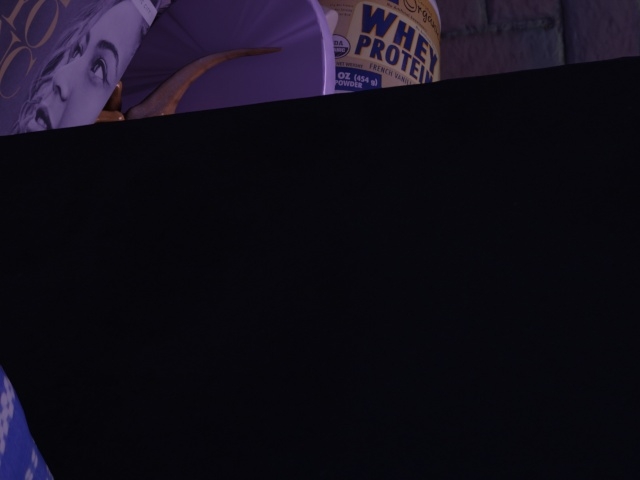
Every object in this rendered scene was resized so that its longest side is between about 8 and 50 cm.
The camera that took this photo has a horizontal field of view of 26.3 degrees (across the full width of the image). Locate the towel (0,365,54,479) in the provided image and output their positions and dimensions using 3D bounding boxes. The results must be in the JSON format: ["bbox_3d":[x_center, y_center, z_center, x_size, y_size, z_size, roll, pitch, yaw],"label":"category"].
[{"bbox_3d":[-0.055,0.181,0.318,0.243,0.040,0.336,-96,174,-55],"label":"towel"}]

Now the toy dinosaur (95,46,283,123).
[{"bbox_3d":[-0.137,-0.089,1.049,0.112,0.211,0.064,26,10,-36],"label":"toy dinosaur"}]

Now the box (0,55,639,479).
[{"bbox_3d":[-0.007,0.202,0.667,0.297,0.480,0.472,-83,164,-49],"label":"box"}]

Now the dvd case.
[{"bbox_3d":[-0.180,-0.098,0.846,0.221,0.018,0.164,-63,159,-12],"label":"dvd case"}]

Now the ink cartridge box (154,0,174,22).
[{"bbox_3d":[-0.092,-0.214,1.343,0.172,0.100,0.237,36,50,-74],"label":"ink cartridge box"}]

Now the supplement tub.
[{"bbox_3d":[0.023,-0.191,1.567,0.228,0.228,0.316,69,20,-52],"label":"supplement tub"}]

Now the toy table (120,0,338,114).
[{"bbox_3d":[-0.067,-0.083,1.139,0.274,0.252,0.161,-57,164,8],"label":"toy table"}]
